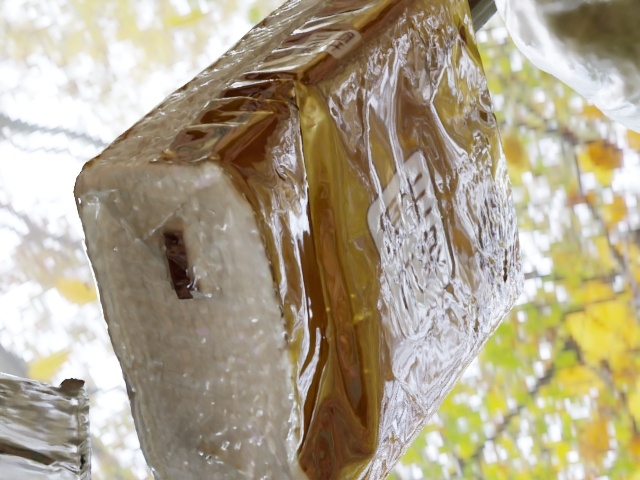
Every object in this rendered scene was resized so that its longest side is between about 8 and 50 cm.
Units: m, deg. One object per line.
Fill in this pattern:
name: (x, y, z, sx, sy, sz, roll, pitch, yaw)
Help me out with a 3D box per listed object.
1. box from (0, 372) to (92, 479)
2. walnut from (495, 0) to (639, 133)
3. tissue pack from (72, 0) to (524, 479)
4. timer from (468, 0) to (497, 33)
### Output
box: (-0.233, 0.226, 0.802, 0.204, 0.345, 0.251, 14, -170, -8)
walnut: (0.248, -0.201, 1.207, 0.282, 0.277, 0.253, 47, -149, 1)
tissue pack: (0.000, 0.000, 0.808, 0.092, 0.183, 0.226, -4, -154, 29)
timer: (0.068, -0.197, 1.516, 0.144, 0.055, 0.187, 19, -127, 36)
